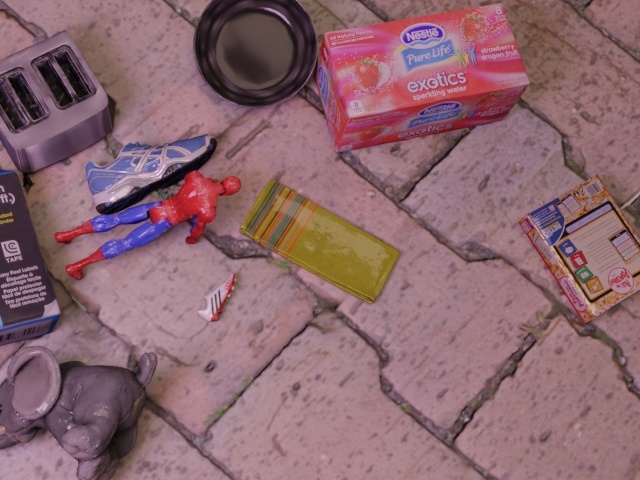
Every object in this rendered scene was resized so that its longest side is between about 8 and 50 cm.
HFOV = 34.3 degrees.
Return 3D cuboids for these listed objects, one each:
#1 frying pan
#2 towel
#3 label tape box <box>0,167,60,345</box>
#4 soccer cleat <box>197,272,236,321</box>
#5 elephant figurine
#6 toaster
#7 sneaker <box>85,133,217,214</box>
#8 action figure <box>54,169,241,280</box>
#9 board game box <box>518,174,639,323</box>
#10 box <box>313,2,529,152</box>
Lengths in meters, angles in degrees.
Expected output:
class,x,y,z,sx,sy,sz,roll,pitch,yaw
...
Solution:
class,x,y,z,sx,sy,sz,roll,pitch,yaw
frying pan,-0.113,-0.371,1.645,0.197,0.053,0.326,-9,92,1
towel,0.000,0.000,1.606,0.237,0.021,0.102,29,72,1
label tape box,-0.536,-0.005,1.461,0.240,0.106,0.334,-15,76,-26
soccer cleat,-0.154,0.082,1.554,0.035,0.029,0.083,26,75,-4
elephant figurine,-0.373,0.221,1.422,0.239,0.169,0.186,23,41,15
toaster,-0.415,-0.202,1.560,0.168,0.110,0.186,-30,80,-15
sneaker,-0.256,-0.119,1.573,0.211,0.080,0.081,-26,82,-17
action figure,-0.238,-0.028,1.553,0.280,0.139,0.091,-23,80,8
board game box,0.431,0.012,1.654,0.146,0.045,0.193,-28,79,-16
box,0.155,-0.259,1.646,0.300,0.142,0.154,-11,74,-12
